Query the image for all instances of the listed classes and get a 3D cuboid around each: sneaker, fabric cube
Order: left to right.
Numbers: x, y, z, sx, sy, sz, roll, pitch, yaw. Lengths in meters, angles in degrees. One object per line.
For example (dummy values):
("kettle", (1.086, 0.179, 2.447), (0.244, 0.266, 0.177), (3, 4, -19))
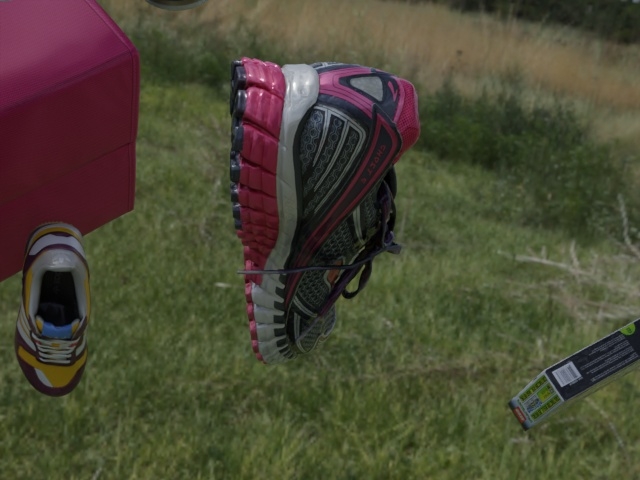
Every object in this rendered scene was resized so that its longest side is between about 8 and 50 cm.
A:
("fabric cube", (-0.354, -0.124, 0.819), (0.258, 0.259, 0.254), (-33, 70, -30))
("sneaker", (-0.245, 0.080, 0.781), (0.069, 0.186, 0.084), (-3, 29, -17))
("sneaker", (0.000, 0.000, 0.595), (0.112, 0.299, 0.121), (-1, 60, -3))

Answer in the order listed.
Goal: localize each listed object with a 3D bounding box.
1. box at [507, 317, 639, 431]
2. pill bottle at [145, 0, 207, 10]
("box", (0.302, 0.123, 0.887), (0.207, 0.114, 0.036), (-24, 69, -18))
("pill bottle", (-0.139, -0.298, 0.778), (0.094, 0.094, 0.169), (9, -24, 2))
